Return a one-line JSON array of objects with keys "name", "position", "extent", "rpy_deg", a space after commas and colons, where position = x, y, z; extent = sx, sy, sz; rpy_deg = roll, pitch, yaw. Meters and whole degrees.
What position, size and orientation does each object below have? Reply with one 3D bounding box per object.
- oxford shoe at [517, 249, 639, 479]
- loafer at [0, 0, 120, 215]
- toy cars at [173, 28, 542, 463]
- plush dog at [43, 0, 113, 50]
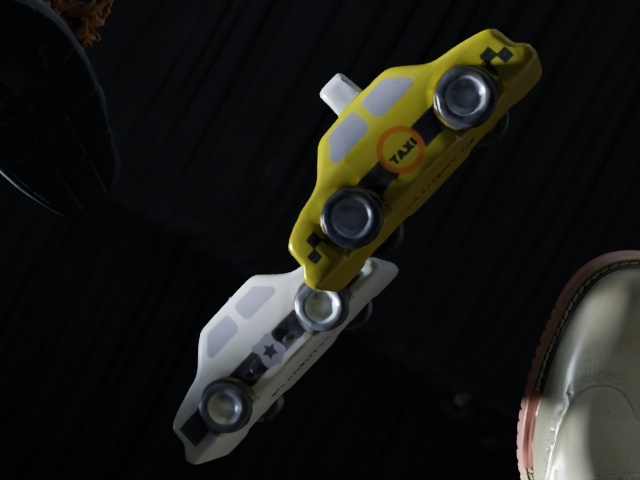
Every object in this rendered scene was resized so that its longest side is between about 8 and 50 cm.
[{"name": "oxford shoe", "position": [0.216, 0.208, 0.999], "extent": [0.141, 0.396, 0.146], "rpy_deg": [-3, -170, -9]}, {"name": "loafer", "position": [-0.145, -0.085, 0.629], "extent": [0.170, 0.062, 0.061], "rpy_deg": [57, 166, -15]}, {"name": "toy cars", "position": [0.000, 0.000, 0.954], "extent": [0.087, 0.176, 0.393], "rpy_deg": [44, 136, 11]}, {"name": "plush dog", "position": [-0.237, -0.174, 0.975], "extent": [0.263, 0.225, 0.210], "rpy_deg": [-12, 138, 12]}]
